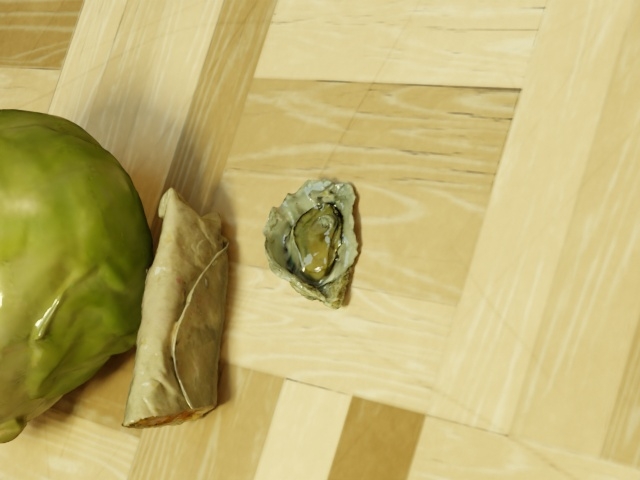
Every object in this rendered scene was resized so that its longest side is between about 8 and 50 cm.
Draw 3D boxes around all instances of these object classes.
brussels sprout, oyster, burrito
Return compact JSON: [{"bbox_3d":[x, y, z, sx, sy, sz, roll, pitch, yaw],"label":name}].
[{"bbox_3d":[-0.287,0.022,1.562,0.316,0.242,0.274,-45,68,33],"label":"brussels sprout"},{"bbox_3d":[0.000,0.000,1.394,0.098,0.037,0.100,23,69,33],"label":"oyster"},{"bbox_3d":[-0.116,0.060,1.457,0.060,0.087,0.226,-17,56,34],"label":"burrito"}]
